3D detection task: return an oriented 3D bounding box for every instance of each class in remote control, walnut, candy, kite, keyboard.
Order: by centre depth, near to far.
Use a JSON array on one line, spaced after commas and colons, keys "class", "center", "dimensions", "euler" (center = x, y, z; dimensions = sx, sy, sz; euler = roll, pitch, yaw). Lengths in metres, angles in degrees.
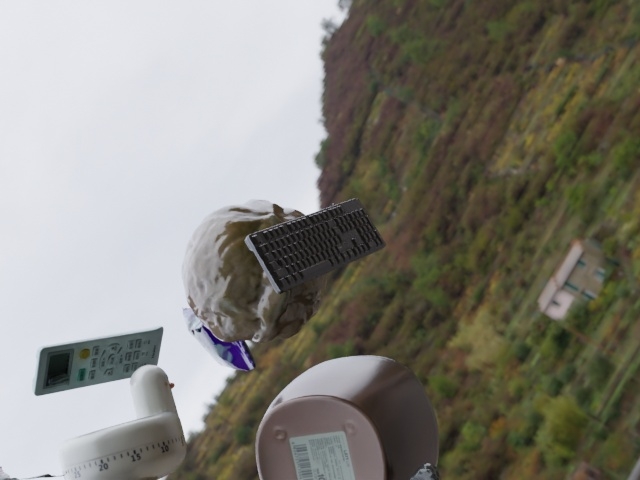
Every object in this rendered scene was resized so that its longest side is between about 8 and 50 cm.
[{"class": "kite", "center": [-0.409, 0.316, 1.324], "dimensions": [0.156, 0.139, 0.011], "euler": [2, -82, -35]}, {"class": "keyboard", "center": [0.000, 0.000, 1.493], "dimensions": [0.018, 0.101, 0.309], "euler": [-36, -9, 33]}, {"class": "walnut", "center": [-0.108, 0.047, 1.675], "dimensions": [0.248, 0.248, 0.248], "euler": [-56, -12, -18]}, {"class": "remote control", "center": [-0.434, 0.230, 1.968], "dimensions": [0.293, 0.051, 0.103], "euler": [-7, -65, -48]}, {"class": "candy", "center": [-0.207, 0.191, 1.986], "dimensions": [0.070, 0.145, 0.275], "euler": [-37, 10, -19]}]

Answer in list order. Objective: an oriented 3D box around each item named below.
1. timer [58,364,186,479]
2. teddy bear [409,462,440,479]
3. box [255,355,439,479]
[{"class": "timer", "center": [-0.364, 0.364, 1.840], "dimensions": [0.233, 0.240, 0.233], "euler": [-15, -8, -2]}, {"class": "teddy bear", "center": [0.183, 0.431, 1.538], "dimensions": [0.144, 0.171, 0.251], "euler": [-20, -11, 24]}, {"class": "box", "center": [0.035, 0.353, 1.734], "dimensions": [0.301, 0.301, 0.216], "euler": [-63, -20, 16]}]
